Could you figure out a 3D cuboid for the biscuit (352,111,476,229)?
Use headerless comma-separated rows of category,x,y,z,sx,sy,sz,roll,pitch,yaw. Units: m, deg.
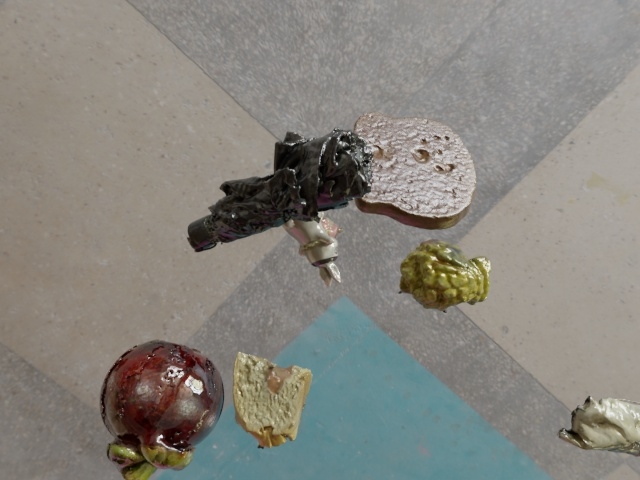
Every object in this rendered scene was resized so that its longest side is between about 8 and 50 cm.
biscuit,0.167,-0.137,0.825,0.258,0.272,0.049,8,143,1

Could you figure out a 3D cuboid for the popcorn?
popcorn,0.301,0.093,1.058,0.189,0.218,0.169,14,108,-23

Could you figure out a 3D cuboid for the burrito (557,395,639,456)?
burrito,0.381,0.232,0.529,0.230,0.063,0.058,17,146,-24

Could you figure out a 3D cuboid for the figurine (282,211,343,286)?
figurine,0.006,-0.004,0.756,0.098,0.081,0.146,-43,101,-24

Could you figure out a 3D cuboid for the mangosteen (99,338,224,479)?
mangosteen,-0.208,0.225,0.569,0.166,0.166,0.180,7,64,-1

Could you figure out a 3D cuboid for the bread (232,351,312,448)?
bread,-0.126,0.417,1.112,0.184,0.224,0.211,4,67,7

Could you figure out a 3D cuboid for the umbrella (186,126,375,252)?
umbrella,-0.079,-0.080,0.683,0.337,0.154,0.128,-14,131,33
